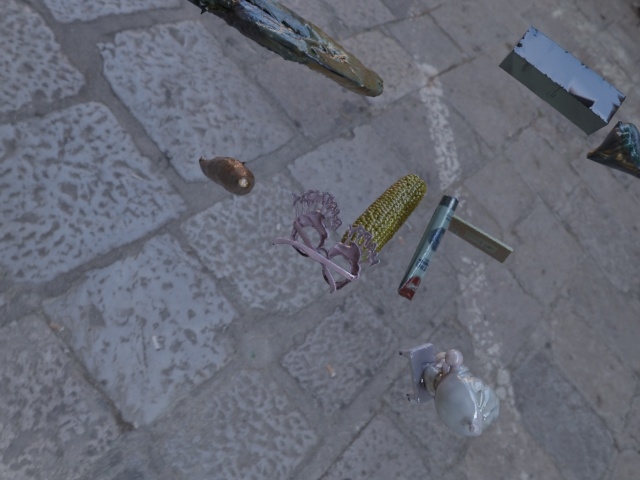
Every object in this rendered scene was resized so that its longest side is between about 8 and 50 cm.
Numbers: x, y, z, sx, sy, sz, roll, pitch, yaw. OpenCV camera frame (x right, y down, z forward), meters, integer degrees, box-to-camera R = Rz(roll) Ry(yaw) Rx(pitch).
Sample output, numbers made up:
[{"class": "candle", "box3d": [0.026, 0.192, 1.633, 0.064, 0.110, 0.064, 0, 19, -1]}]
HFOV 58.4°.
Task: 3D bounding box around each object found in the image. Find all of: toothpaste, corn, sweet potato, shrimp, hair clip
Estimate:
[{"class": "toothpaste", "box3d": [0.229, 0.014, 1.227, 0.062, 0.039, 0.239, 30, 85, -46]}, {"class": "corn", "box3d": [0.148, -0.051, 1.340, 0.091, 0.091, 0.260, 46, 76, -8]}, {"class": "sweet potato", "box3d": [-0.195, -0.146, 1.207, 0.072, 0.314, 0.066, -46, 123, -7]}, {"class": "shrimp", "box3d": [-0.087, -0.359, 0.976, 0.445, 0.085, 0.272, 29, 20, -8]}, {"class": "hair clip", "box3d": [0.644, -0.125, 1.110, 0.358, 0.096, 0.110, 23, 20, -30]}]

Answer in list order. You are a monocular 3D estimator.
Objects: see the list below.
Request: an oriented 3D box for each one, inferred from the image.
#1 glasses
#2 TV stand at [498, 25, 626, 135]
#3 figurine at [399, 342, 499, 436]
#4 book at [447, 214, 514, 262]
[{"class": "glasses", "box3d": [0.006, -0.005, 1.233, 0.255, 0.162, 0.095, 43, 19, 17]}, {"class": "TV stand", "box3d": [0.550, -0.364, 1.310, 0.269, 0.083, 0.088, 37, 80, 1]}, {"class": "figurine", "box3d": [0.278, 0.314, 1.207, 0.144, 0.256, 0.182, 7, 96, -21]}, {"class": "book", "box3d": [0.412, -0.004, 1.491, 0.172, 0.118, 0.012, 33, 80, 13]}]
